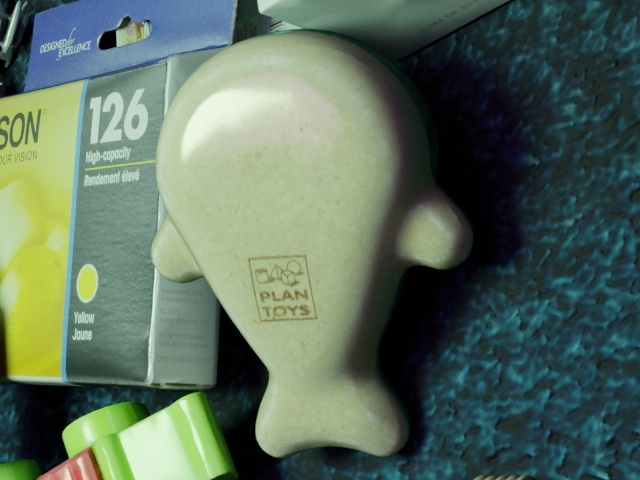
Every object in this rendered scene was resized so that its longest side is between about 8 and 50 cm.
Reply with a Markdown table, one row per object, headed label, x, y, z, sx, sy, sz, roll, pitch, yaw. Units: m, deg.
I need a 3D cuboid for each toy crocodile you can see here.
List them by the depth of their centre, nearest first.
| label | x | y | z | sx | sy | sz | roll | pitch | yaw |
| --- | --- | --- | --- | --- | --- | --- | --- | --- | --- |
| toy crocodile | -0.190 | 0.199 | 1.236 | 0.340 | 0.105 | 0.115 | -29 | 73 | 36 |

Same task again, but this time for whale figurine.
| label | x | y | z | sx | sy | sz | roll | pitch | yaw |
| --- | --- | --- | --- | --- | --- | --- | --- | --- | --- |
| whale figurine | 0.000 | 0.000 | 1.110 | 0.216 | 0.141 | 0.272 | -5 | 102 | 22 |

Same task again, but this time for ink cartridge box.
| label | x | y | z | sx | sy | sz | roll | pitch | yaw |
| --- | --- | --- | --- | --- | --- | --- | --- | --- | --- |
| ink cartridge box | -0.175 | -0.045 | 1.287 | 0.303 | 0.072 | 0.307 | -5 | 82 | 52 |

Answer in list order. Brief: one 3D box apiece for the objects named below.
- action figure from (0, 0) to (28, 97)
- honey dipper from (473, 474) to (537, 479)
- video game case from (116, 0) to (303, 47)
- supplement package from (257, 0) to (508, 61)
| label | x | y | z | sx | sy | sz | roll | pitch | yaw |
| --- | --- | --- | --- | --- | --- | --- | --- | --- | --- |
| action figure | -0.353 | -0.179 | 1.500 | 0.285 | 0.099 | 0.185 | 42 | 99 | 36 |
| honey dipper | 0.065 | 0.161 | 1.068 | 0.160 | 0.030 | 0.030 | -10 | 74 | 44 |
| video game case | -0.074 | -0.090 | 1.262 | 0.193 | 0.023 | 0.212 | -18 | 69 | 39 |
| supplement package | 0.035 | -0.263 | 1.120 | 0.139 | 0.134 | 0.244 | -26 | 63 | 37 |
